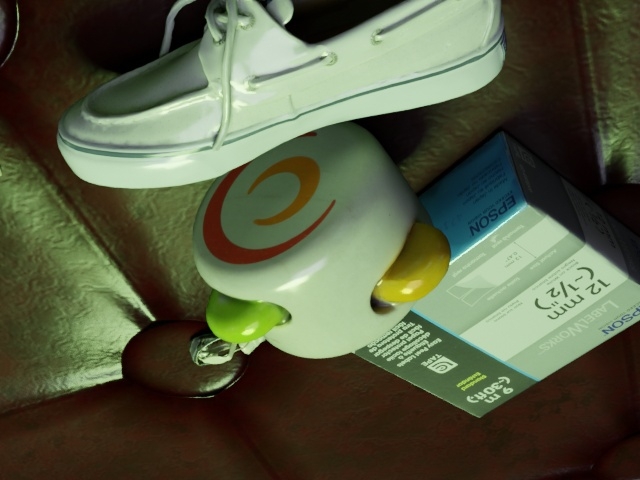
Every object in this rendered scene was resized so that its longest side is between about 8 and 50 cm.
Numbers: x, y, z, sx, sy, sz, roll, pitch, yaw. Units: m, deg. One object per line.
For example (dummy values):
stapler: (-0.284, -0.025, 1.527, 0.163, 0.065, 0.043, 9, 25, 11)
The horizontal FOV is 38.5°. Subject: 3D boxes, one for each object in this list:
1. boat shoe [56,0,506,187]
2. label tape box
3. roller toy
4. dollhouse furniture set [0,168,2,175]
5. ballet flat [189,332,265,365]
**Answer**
boat shoe: (-0.039, -0.157, 0.697, 0.367, 0.135, 0.156, -14, 135, 2)
label tape box: (0.216, 0.072, 0.978, 0.348, 0.115, 0.249, 32, 123, -31)
roller toy: (0.000, 0.000, 0.818, 0.209, 0.191, 0.146, -28, 132, 14)
dollhouse furniture set: (-0.309, -0.029, 0.828, 0.059, 0.076, 0.151, -5, 135, -2)
ballet flat: (-0.094, 0.114, 1.028, 0.114, 0.041, 0.041, -22, 134, 14)
